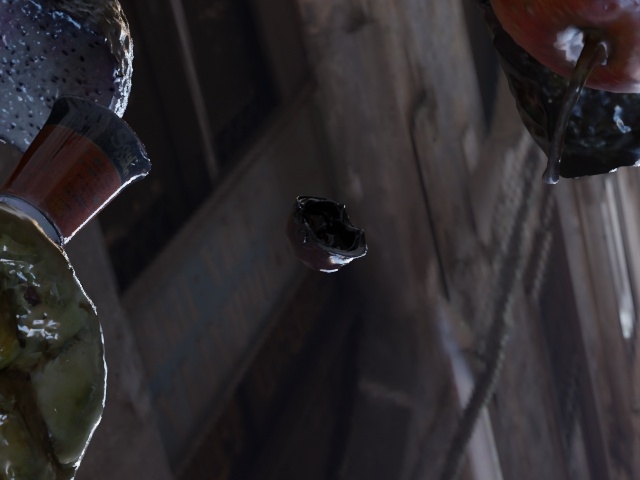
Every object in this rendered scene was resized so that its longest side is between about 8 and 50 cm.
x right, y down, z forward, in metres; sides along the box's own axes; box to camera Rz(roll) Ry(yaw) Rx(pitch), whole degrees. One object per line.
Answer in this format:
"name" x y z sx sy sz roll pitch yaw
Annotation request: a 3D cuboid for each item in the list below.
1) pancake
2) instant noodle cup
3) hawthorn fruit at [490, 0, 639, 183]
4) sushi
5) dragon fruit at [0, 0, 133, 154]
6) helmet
"pancake" -0.308 0.138 1.023 0.387 0.387 0.082 -29 -146 -36
"instant noodle cup" -0.267 -0.064 1.502 0.127 0.127 0.136 4 -132 42
"hawthorn fruit" 0.247 -0.231 1.126 0.231 0.235 0.263 -10 -139 -10
"sushi" 0.332 -0.271 1.665 0.281 0.294 0.299 -22 -154 23
"dragon fruit" -0.333 -0.246 1.647 0.221 0.283 0.204 -47 -156 35
"helmet" 0.000 0.000 1.862 0.098 0.070 0.123 3 -135 -36
